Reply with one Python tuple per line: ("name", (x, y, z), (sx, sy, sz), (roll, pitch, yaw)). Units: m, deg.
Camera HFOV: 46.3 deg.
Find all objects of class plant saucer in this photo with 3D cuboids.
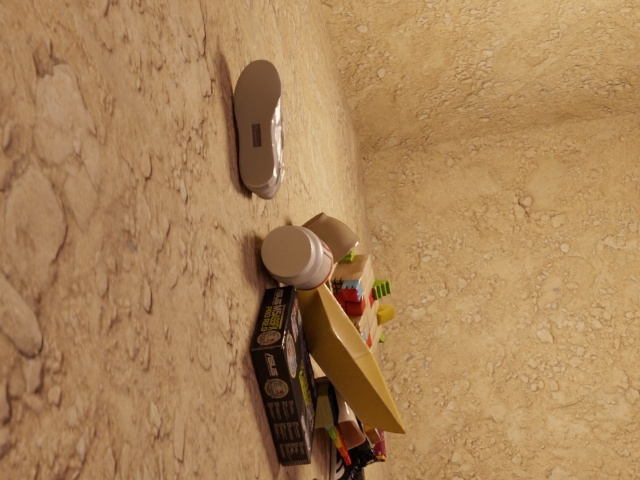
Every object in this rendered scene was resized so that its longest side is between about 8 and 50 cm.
("plant saucer", (0.046, 0.249, 1.687), (0.333, 0.081, 0.333), (57, 5, -26))

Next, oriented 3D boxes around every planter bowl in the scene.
("planter bowl", (0.000, 0.000, 1.840), (0.109, 0.162, 0.162), (54, 14, -10))

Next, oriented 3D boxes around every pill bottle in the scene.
("pill bottle", (-0.047, 0.035, 1.524), (0.221, 0.121, 0.121), (41, 42, -77))

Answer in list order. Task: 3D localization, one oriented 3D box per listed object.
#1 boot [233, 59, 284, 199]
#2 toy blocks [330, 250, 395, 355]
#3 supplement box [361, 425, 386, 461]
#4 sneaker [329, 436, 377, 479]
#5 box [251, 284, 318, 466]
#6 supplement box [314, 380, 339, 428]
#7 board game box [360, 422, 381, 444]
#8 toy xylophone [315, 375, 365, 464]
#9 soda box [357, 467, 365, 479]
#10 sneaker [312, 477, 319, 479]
("boot", (-0.115, -0.209, 1.453), (0.123, 0.095, 0.259), (71, 21, -78))
("toy blocks", (0.101, 0.232, 2.281), (0.261, 0.190, 0.382), (-63, 147, -56))
("supplement box", (0.146, 0.606, 2.374), (0.081, 0.104, 0.188), (63, 20, -65))
("sneaker", (0.089, 0.595, 1.939), (0.079, 0.121, 0.217), (71, 14, -48))
("box", (-0.062, 0.255, 1.433), (0.216, 0.060, 0.270), (-83, 163, -64))
("supplement box", (-0.008, 0.357, 1.623), (0.056, 0.083, 0.083), (-80, 160, -66))
("board game box", (0.113, 0.446, 1.936), (0.259, 0.039, 0.124), (63, 5, -65))
("toy xylophone", (0.035, 0.404, 1.856), (0.323, 0.081, 0.236), (67, 3, -53))
("soda box", (0.098, 0.690, 2.127), (0.053, 0.060, 0.169), (58, 25, -73))
("sneaker", (-0.020, 0.555, 1.388), (0.297, 0.110, 0.129), (-89, 158, -81))
